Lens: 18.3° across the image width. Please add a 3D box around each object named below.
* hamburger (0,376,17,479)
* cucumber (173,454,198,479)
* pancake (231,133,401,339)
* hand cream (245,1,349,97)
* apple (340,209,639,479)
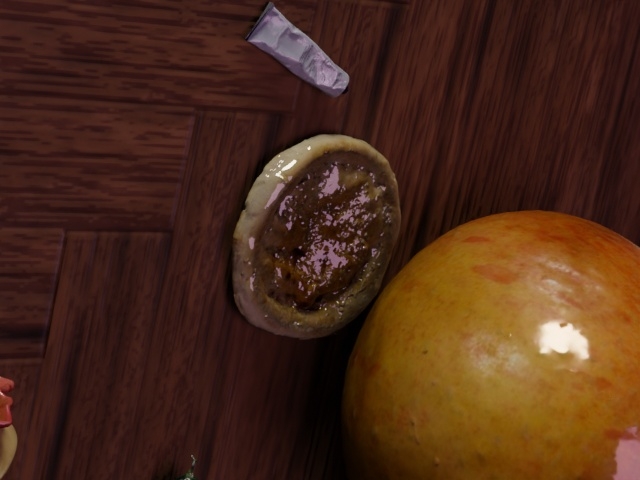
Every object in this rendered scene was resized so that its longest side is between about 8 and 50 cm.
[{"bbox_3d":[-0.259,0.093,1.085,0.175,0.175,0.137,-40,118,-22],"label":"hamburger"},{"bbox_3d":[-0.113,0.224,1.354,0.039,0.039,0.168,21,96,-45],"label":"cucumber"},{"bbox_3d":[-0.001,0.000,1.366,0.151,0.025,0.152,-19,120,-38],"label":"pancake"},{"bbox_3d":[-0.014,-0.122,1.313,0.093,0.019,0.030,36,84,-38],"label":"hand cream"},{"bbox_3d":[0.165,0.129,1.403,0.299,0.275,0.299,-15,113,-41],"label":"apple"}]
